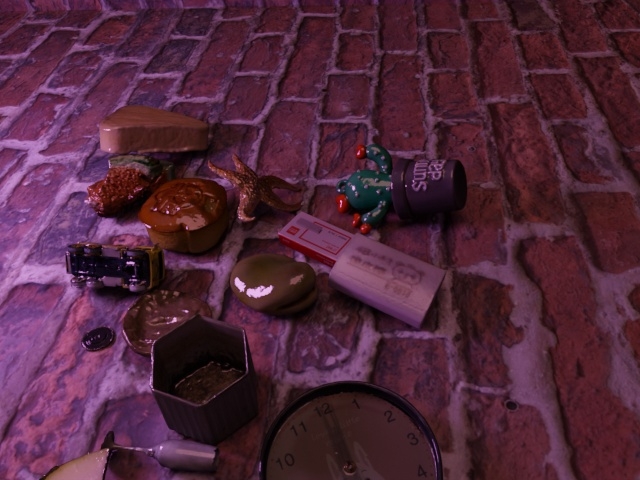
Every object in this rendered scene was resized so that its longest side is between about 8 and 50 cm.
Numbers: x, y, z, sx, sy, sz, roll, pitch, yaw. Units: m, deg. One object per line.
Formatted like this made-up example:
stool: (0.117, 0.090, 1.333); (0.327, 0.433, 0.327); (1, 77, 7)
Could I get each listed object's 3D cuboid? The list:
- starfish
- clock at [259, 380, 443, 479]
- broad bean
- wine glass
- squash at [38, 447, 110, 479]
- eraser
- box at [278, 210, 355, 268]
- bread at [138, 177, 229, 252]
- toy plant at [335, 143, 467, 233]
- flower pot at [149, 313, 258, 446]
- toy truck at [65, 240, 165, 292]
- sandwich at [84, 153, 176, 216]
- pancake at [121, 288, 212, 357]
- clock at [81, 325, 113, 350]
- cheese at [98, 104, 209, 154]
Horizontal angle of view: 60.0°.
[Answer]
starfish: (-0.206, -0.179, 1.743); (0.302, 0.060, 0.299); (40, 41, 7)
clock: (0.061, 0.467, 1.139); (0.386, 0.076, 0.386); (-2, 45, 2)
broad bean: (-0.129, 0.117, 1.501); (0.263, 0.121, 0.189); (13, 50, 37)
wine glass: (-0.339, 0.458, 1.191); (0.262, 0.074, 0.074); (4, 45, 6)
squash: (-0.513, 0.534, 1.066); (0.155, 0.204, 0.236); (16, 44, -12)
eraser: (0.177, 0.101, 1.471); (0.270, 0.094, 0.174); (24, 57, 17)
box: (0.000, 0.000, 1.638); (0.229, 0.050, 0.123); (25, 53, 26)
bread: (-0.409, -0.082, 1.683); (0.270, 0.148, 0.269); (-1, 41, 1)
toy plant: (0.231, -0.166, 1.693); (0.400, 0.279, 0.185); (-2, 4, 29)
flower pot: (-0.256, 0.312, 1.244); (0.209, 0.189, 0.239); (-9, 46, -6)
toy truck: (-0.572, 0.064, 1.567); (0.272, 0.124, 0.157); (3, 12, 12)
sandwich: (-0.655, -0.201, 1.818); (0.251, 0.162, 0.301); (12, 44, 22)
pancake: (-0.400, 0.216, 1.454); (0.242, 0.050, 0.241); (2, 39, -2)
clock: (-0.585, 0.256, 1.451); (0.083, 0.010, 0.074); (-20, 47, -16)
cheese: (-0.577, -0.392, 1.990); (0.384, 0.104, 0.384); (7, 23, -3)
